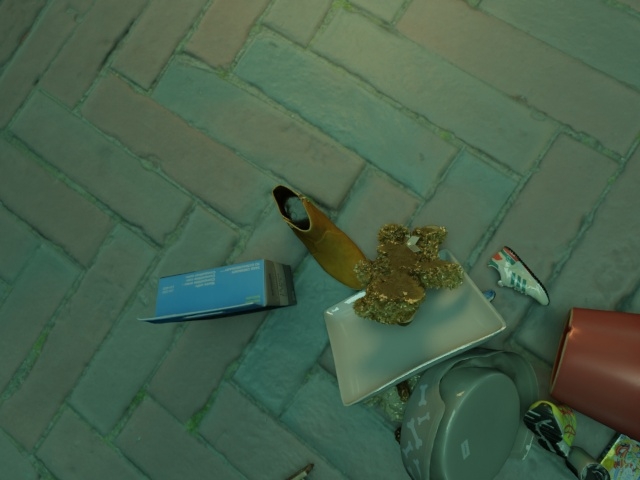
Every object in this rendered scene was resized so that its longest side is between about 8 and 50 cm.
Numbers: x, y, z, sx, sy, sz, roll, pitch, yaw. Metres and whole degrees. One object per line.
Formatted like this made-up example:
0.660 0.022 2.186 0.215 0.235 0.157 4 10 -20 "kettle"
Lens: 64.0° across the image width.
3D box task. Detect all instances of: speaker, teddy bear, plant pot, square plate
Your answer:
0.551 0.472 1.063 0.055 0.136 0.055 -1 82 11 "speaker"
0.186 0.070 1.134 0.244 0.338 0.113 -6 123 4 "teddy bear"
0.610 0.261 1.030 0.243 0.275 0.275 16 85 23 "plant pot"
0.183 0.181 1.116 0.347 0.344 0.049 -28 115 6 "square plate"

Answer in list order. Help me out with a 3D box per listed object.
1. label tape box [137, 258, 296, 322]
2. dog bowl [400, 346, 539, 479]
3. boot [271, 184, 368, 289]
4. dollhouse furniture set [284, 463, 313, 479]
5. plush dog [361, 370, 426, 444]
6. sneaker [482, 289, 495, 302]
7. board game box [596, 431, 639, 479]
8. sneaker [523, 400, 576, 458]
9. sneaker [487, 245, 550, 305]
-0.218 0.115 1.160 0.249 0.347 0.115 -10 80 10 "label tape box"
0.304 0.378 1.045 0.102 0.348 0.349 13 83 53 "dog bowl"
0.000 -0.001 1.204 0.104 0.211 0.295 -44 77 3 "boot"
-0.054 0.610 1.140 0.129 0.183 0.129 -36 77 4 "dollhouse furniture set"
0.229 0.349 1.136 0.262 0.210 0.225 -41 103 5 "plush dog"
0.325 0.129 1.197 0.162 0.063 0.073 -9 77 10 "sneaker"
0.649 0.497 1.096 0.103 0.026 0.154 36 90 14 "board game box"
0.491 0.375 1.076 0.081 0.208 0.094 21 66 42 "sneaker"
0.456 0.094 1.186 0.075 0.057 0.161 -42 77 20 "sneaker"
